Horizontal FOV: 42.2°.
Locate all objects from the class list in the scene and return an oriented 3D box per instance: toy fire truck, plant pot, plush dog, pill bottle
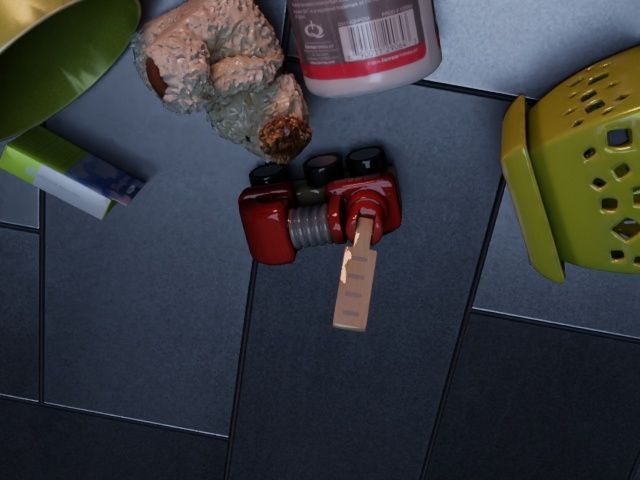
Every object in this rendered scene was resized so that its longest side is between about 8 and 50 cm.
[{"bbox_3d":[0.000,0.000,1.104,0.217,0.246,0.158,-8,114,10],"label":"toy fire truck"},{"bbox_3d":[-0.422,-0.315,1.013,0.275,0.275,0.293,-41,89,22],"label":"plant pot"},{"bbox_3d":[-0.097,-0.202,1.051,0.211,0.262,0.225,-36,115,-5],"label":"plush dog"},{"bbox_3d":[0.034,-0.343,0.975,0.176,0.176,0.318,-9,114,10],"label":"pill bottle"},{"bbox_3d":[0.346,-0.088,1.044,0.207,0.228,0.227,-14,113,21],"label":"plant pot"}]

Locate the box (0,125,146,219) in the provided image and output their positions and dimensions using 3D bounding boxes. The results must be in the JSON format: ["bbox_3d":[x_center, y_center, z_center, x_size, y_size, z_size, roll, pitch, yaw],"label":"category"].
[{"bbox_3d":[-0.347,-0.094,1.173,0.178,0.109,0.042,29,111,-8],"label":"box"}]
